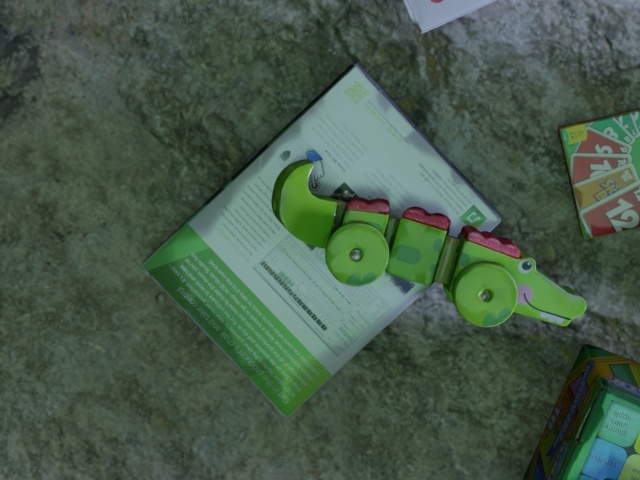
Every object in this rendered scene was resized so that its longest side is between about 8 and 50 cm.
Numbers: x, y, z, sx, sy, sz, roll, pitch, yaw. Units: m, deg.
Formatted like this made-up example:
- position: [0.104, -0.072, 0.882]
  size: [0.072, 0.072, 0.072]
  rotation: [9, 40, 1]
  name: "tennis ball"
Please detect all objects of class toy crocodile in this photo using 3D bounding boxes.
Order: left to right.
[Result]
- position: [0.109, 0.011, 1.811]
  size: [0.340, 0.115, 0.105]
  rotation: [18, 97, 0]
  name: "toy crocodile"

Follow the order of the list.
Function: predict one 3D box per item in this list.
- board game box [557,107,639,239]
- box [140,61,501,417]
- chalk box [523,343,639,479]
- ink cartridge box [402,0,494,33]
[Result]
- position: [0.393, -0.090, 1.880]
  size: [0.259, 0.039, 0.124]
  rotation: [-13, 98, 2]
  name: "board game box"
- position: [0.000, 0.000, 1.902]
  size: [0.322, 0.058, 0.232]
  rotation: [-43, 93, 6]
  name: "box"
- position: [0.325, 0.240, 1.796]
  size: [0.180, 0.289, 0.179]
  rotation: [23, 98, 0]
  name: "chalk box"
- position: [0.191, -0.380, 1.784]
  size: [0.306, 0.131, 0.226]
  rotation: [-22, 109, 7]
  name: "ink cartridge box"
